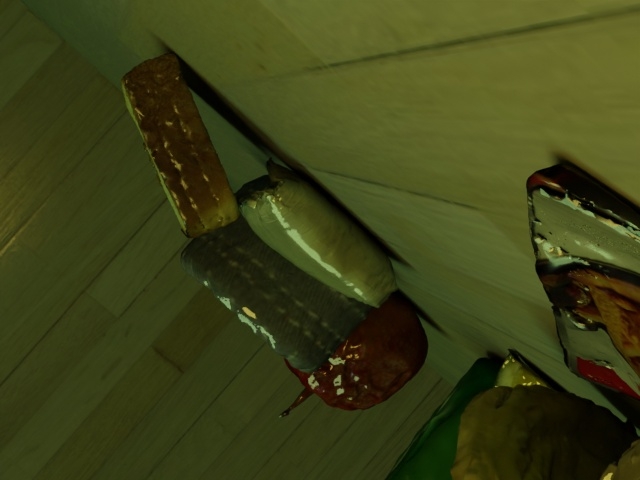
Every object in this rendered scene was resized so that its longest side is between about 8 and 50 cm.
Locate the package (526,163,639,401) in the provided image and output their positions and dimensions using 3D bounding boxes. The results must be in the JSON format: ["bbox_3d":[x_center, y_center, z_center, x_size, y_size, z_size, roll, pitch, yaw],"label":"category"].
[{"bbox_3d":[0.160,0.060,0.457,0.154,0.030,0.239,37,175,27],"label":"package"}]

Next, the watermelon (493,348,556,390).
[{"bbox_3d":[0.276,0.225,1.022,0.301,0.123,0.129,41,145,22],"label":"watermelon"}]

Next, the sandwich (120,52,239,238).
[{"bbox_3d":[-0.149,-0.096,1.151,0.215,0.065,0.186,178,68,-83],"label":"sandwich"}]

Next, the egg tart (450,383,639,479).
[{"bbox_3d":[0.193,0.251,0.729,0.345,0.132,0.345,31,-153,-18],"label":"egg tart"}]

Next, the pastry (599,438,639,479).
[{"bbox_3d":[0.235,0.175,0.616,0.166,0.088,0.166,42,178,2],"label":"pastry"}]

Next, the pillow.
[{"bbox_3d":[0.000,0.000,1.138,0.181,0.078,0.134,42,176,-16],"label":"pillow"}]

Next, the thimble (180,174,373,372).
[{"bbox_3d":[-0.042,0.036,1.338,0.205,0.172,0.236,47,171,-38],"label":"thimble"}]

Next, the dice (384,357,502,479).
[{"bbox_3d":[0.205,0.329,1.242,0.287,0.300,0.297,37,175,12],"label":"dice"}]

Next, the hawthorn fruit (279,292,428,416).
[{"bbox_3d":[0.028,0.163,1.550,0.207,0.243,0.207,41,174,5],"label":"hawthorn fruit"}]
